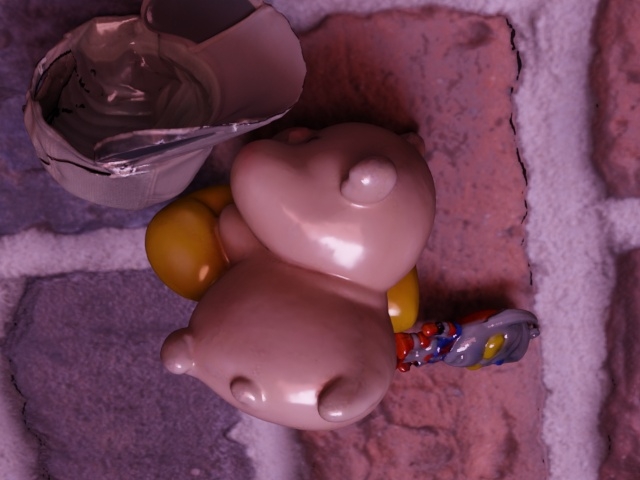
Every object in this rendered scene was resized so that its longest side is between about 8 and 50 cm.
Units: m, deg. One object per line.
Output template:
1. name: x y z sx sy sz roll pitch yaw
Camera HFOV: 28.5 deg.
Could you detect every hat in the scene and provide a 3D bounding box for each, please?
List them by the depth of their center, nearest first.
1. hat: -0.139 -0.128 1.169 0.275 0.232 0.161 -11 142 25

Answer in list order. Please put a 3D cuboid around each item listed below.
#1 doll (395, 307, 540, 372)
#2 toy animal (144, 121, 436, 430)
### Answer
1. doll: 0.157 0.108 1.347 0.194 0.062 0.104 -4 129 -30
2. toy animal: -0.021 -0.008 1.175 0.277 0.345 0.247 27 121 4
